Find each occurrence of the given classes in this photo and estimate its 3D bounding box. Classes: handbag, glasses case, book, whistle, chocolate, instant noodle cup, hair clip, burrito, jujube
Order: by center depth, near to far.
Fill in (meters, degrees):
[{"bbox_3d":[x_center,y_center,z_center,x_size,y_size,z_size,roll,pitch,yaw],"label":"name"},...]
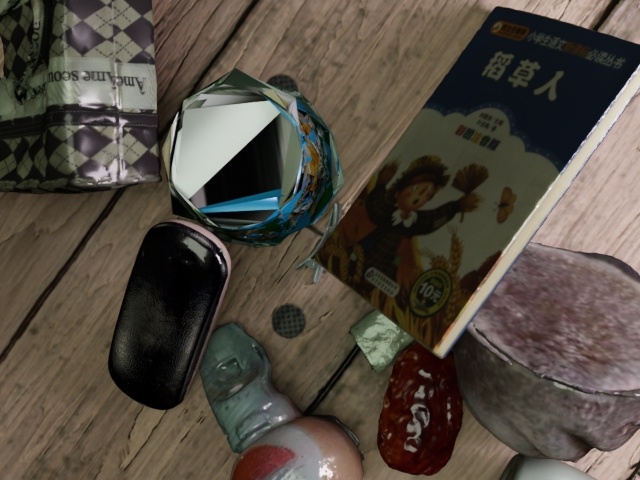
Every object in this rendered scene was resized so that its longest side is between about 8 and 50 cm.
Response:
[{"bbox_3d":[0.189,-0.090,1.315,0.039,0.300,0.428,35,90,-34],"label":"book"},{"bbox_3d":[0.292,0.166,1.322,0.303,0.303,0.213,13,124,6],"label":"chocolate"},{"bbox_3d":[-0.351,-0.267,1.381,0.316,0.180,0.416,0,93,47],"label":"handbag"},{"bbox_3d":[-0.097,-0.103,1.392,0.240,0.178,0.240,0,90,5],"label":"instant noodle cup"},{"bbox_3d":[-0.203,0.104,1.398,0.122,0.075,0.314,28,126,9],"label":"glasses case"},{"bbox_3d":[-0.070,0.263,1.401,0.189,0.189,0.348,-36,73,6],"label":"whistle"},{"bbox_3d":[0.136,0.223,1.404,0.109,0.112,0.176,12,88,6],"label":"jujube"},{"bbox_3d":[0.099,0.119,1.439,0.118,0.044,0.074,-38,84,8],"label":"burrito"},{"bbox_3d":[0.000,0.000,1.456,0.039,0.030,0.115,23,93,7],"label":"hair clip"}]

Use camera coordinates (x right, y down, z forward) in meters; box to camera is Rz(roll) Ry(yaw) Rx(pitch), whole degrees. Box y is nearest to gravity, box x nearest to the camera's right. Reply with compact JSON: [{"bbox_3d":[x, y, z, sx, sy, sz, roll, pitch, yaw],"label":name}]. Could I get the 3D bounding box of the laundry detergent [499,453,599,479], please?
[{"bbox_3d":[0.390,0.467,1.377,0.397,0.125,0.264,24,92,3],"label":"laundry detergent"}]
